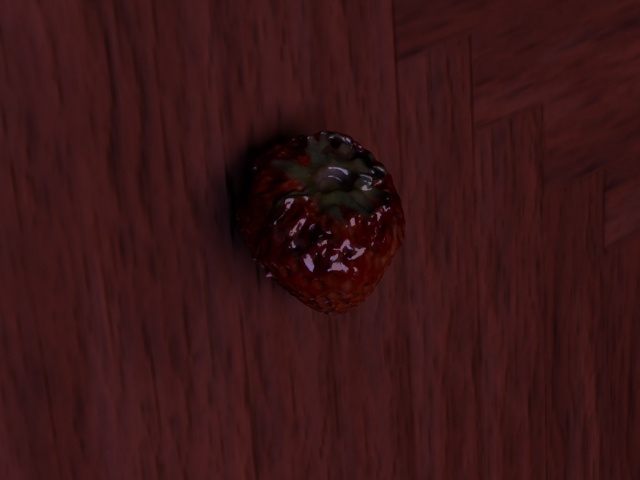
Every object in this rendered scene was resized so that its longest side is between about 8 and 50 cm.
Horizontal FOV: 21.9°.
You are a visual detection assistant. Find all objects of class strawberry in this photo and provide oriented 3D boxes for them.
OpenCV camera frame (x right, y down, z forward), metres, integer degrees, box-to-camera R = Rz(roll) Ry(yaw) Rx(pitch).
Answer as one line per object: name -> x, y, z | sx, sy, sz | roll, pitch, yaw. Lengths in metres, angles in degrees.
strawberry -> 0.000, 0.000, 0.690 | 0.073, 0.073, 0.083 | -33, 150, -32
